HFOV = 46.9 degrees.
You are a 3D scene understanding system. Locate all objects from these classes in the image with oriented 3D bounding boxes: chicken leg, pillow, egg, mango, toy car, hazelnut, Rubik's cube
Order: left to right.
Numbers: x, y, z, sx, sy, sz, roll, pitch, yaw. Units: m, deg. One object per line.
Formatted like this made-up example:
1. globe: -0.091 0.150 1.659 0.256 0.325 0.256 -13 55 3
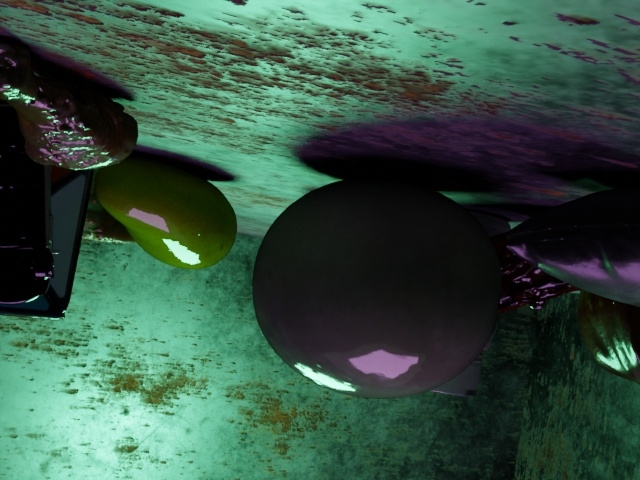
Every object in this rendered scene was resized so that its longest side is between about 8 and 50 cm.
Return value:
1. Rubik's cube: -0.501 -0.033 1.029 0.248 0.247 0.250 7 176 38
2. toy car: -0.329 -0.037 0.790 0.089 0.210 0.108 -2 178 -16
3. chicken leg: -0.216 -0.103 0.591 0.084 0.069 0.198 7 170 12
4. mango: -0.223 -0.043 1.103 0.175 0.143 0.293 15 169 19
5. egg: 0.057 0.052 0.858 0.258 0.259 0.352 10 178 -22
6. chicken leg: 0.300 0.039 0.932 0.322 0.083 0.177 -22 145 24
7. pillow: 0.317 0.010 0.686 0.249 0.106 0.186 9 170 -41
8. hazelnut: 0.489 0.110 1.054 0.217 0.217 0.251 11 173 -35

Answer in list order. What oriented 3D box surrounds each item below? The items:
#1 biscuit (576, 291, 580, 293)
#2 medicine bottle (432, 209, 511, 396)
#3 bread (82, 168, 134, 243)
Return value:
1. biscuit: 0.443 0.051 1.324 0.309 0.079 0.186 12 178 -44
2. medicine bottle: 0.189 0.088 1.076 0.143 0.258 0.143 9 176 1
3. bread: -0.328 -0.059 1.178 0.069 0.128 0.140 5 -178 24
